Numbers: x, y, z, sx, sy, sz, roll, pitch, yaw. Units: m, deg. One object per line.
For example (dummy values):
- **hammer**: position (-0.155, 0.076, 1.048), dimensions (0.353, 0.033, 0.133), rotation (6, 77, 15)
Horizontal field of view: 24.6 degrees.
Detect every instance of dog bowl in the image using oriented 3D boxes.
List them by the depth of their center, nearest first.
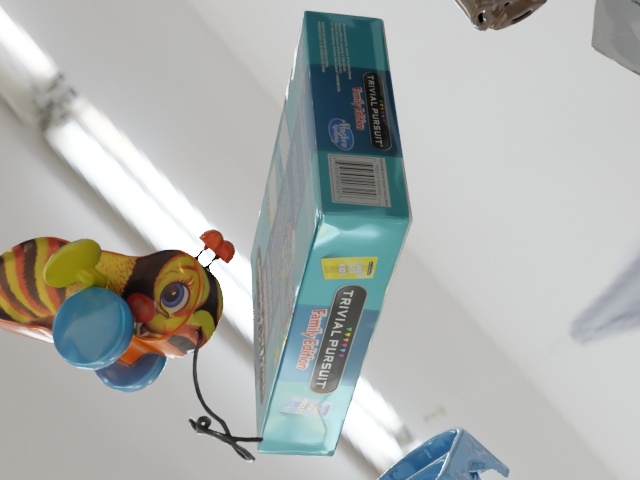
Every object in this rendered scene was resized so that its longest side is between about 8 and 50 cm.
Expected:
- **dog bowl**: position (0.111, 0.291, 1.599), dimensions (0.074, 0.166, 0.297), rotation (54, -163, 0)

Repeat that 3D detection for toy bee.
- **toy bee**: position (-0.149, 0.057, 1.278), dimensions (0.298, 0.162, 0.195), rotation (28, 169, 5)

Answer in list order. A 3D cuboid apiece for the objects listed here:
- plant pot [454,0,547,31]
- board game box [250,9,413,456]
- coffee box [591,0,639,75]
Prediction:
- **plant pot**: position (0.196, -0.351, 1.758), dimensions (0.167, 0.167, 0.165), rotation (15, -137, -61)
- **board game box**: position (0.000, 0.000, 1.354), dimensions (0.079, 0.336, 0.253), rotation (4, -133, -10)
- **coffee box**: position (0.392, -0.242, 1.381), dimensions (0.141, 0.246, 0.098), rotation (39, 150, 34)
